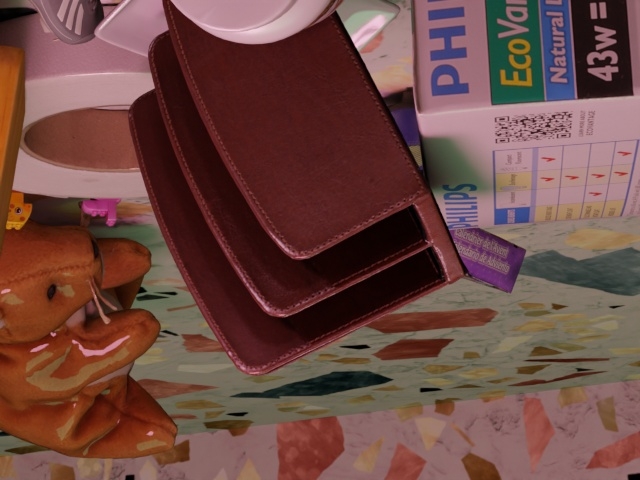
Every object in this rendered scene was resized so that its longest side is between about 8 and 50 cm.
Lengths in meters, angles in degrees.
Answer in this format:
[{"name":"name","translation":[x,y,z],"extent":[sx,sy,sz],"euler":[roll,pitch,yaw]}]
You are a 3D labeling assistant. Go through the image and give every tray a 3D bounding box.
[{"name":"tray","translation":[-0.063,-0.200,1.701],"extent":[0.145,0.030,0.270],"euler":[-41,147,26]}]

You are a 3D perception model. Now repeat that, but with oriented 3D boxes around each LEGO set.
[{"name":"LEGO set","translation":[-0.315,-0.052,2.134],"extent":[0.227,0.093,0.087],"euler":[1,164,-14]}]

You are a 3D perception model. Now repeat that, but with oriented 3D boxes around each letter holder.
[{"name":"letter holder","translation":[-0.049,-0.073,1.576],"extent":[0.214,0.302,0.152],"euler":[-27,150,2]}]

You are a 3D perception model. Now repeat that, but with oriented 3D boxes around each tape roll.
[{"name":"tape roll","translation":[-0.197,-0.128,1.925],"extent":[0.392,0.072,0.392],"euler":[-3,165,-1]}]

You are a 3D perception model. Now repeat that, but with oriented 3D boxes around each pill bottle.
[{"name":"pill bottle","translation":[-0.045,-0.209,1.406],"extent":[0.131,0.131,0.229],"euler":[-5,-171,9]}]

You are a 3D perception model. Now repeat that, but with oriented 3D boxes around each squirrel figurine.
[{"name":"squirrel figurine","translation":[-0.393,0.098,2.360],"extent":[0.397,0.281,0.370],"euler":[-7,158,6]}]

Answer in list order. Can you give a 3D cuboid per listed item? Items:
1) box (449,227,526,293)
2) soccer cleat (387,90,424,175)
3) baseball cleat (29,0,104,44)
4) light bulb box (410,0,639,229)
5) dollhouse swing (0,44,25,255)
[{"name":"box","translation":[0.056,-0.023,2.156],"extent":[0.293,0.057,0.201],"euler":[18,179,34]},{"name":"soccer cleat","translation":[0.165,-0.077,2.080],"extent":[0.289,0.121,0.093],"euler":[10,159,-40]},{"name":"baseball cleat","translation":[-0.198,-0.218,1.604],"extent":[0.109,0.072,0.206],"euler":[-14,166,13]},{"name":"light bulb box","translation":[0.257,-0.164,1.591],"extent":[0.361,0.225,0.358],"euler":[-3,165,4]},{"name":"dollhouse swing","translation":[-0.438,-0.082,1.609],"extent":[0.346,0.315,0.305],"euler":[9,171,-4]}]
